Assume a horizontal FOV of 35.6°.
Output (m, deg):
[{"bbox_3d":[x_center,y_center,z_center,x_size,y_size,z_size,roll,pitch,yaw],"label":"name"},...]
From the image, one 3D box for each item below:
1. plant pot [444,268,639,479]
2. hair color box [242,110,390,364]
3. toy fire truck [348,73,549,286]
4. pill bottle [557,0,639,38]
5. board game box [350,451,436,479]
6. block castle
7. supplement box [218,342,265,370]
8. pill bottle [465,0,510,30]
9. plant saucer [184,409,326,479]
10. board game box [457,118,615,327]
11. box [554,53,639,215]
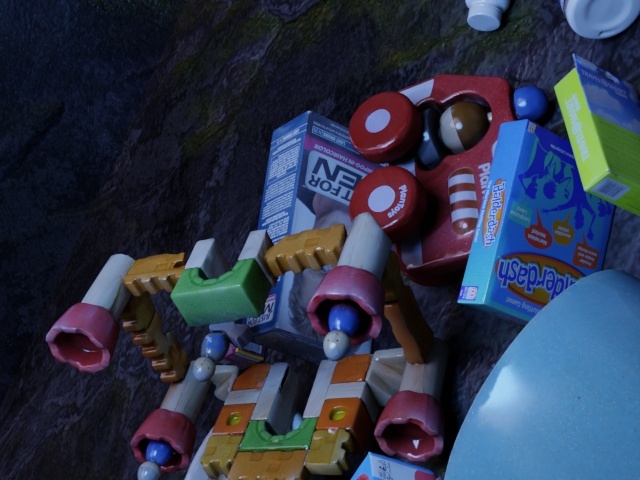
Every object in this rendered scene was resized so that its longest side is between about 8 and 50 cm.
[{"bbox_3d":[0.274,0.197,0.859,0.195,0.290,0.290,33,101,38],"label":"plant pot"},{"bbox_3d":[0.000,0.000,1.501,0.105,0.174,0.347,-22,54,51],"label":"hair color box"},{"bbox_3d":[0.185,-0.092,1.304,0.254,0.169,0.302,-16,55,26],"label":"toy fire truck"},{"bbox_3d":[0.333,-0.337,1.249,0.094,0.094,0.169,-47,36,33],"label":"pill bottle"},{"bbox_3d":[0.035,0.442,1.057,0.308,0.086,0.302,-97,31,-58],"label":"board game box"},{"bbox_3d":[-0.085,0.162,1.256,0.453,0.303,0.213,-9,38,26],"label":"block castle"},{"bbox_3d":[-0.139,0.191,1.729,0.083,0.055,0.043,-30,46,47],"label":"supplement box"},{"bbox_3d":[0.245,-0.365,1.443,0.065,0.065,0.116,-12,61,56],"label":"pill bottle"},{"bbox_3d":[-0.089,0.429,1.446,0.400,0.101,0.400,-37,42,44],"label":"plant saucer"},{"bbox_3d":[0.248,-0.007,1.112,0.047,0.160,0.210,-1,71,58],"label":"board game box"},{"bbox_3d":[0.323,-0.116,1.109,0.042,0.109,0.178,-43,38,40],"label":"box"}]
